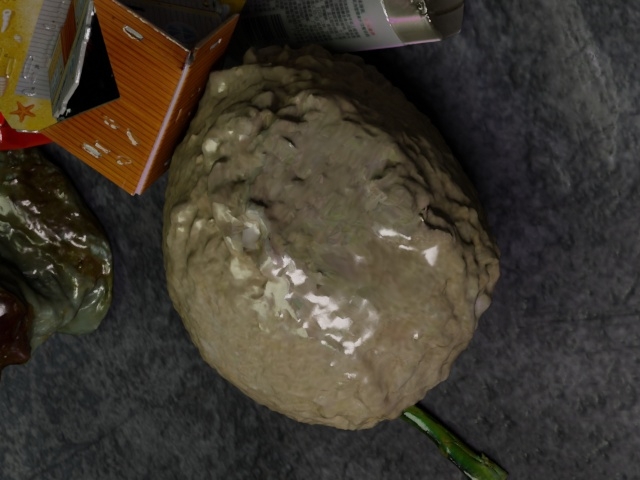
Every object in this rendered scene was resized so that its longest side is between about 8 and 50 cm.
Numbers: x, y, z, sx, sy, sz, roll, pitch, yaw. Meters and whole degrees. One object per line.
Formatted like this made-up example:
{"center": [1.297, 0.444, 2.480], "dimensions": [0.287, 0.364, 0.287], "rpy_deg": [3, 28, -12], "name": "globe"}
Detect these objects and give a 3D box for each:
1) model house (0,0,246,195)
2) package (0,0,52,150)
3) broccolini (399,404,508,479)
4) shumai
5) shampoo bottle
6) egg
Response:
{"center": [-0.163, -0.120, 1.400], "dimensions": [0.136, 0.207, 0.219], "rpy_deg": [-105, 33, -45], "name": "model house"}
{"center": [-0.215, -0.253, 1.490], "dimensions": [0.123, 0.196, 0.423], "rpy_deg": [38, 132, 25], "name": "package"}
{"center": [0.052, 0.147, 1.569], "dimensions": [0.254, 0.057, 0.071], "rpy_deg": [39, 176, 23], "name": "broccolini"}
{"center": [-0.354, 0.015, 1.758], "dimensions": [0.272, 0.204, 0.222], "rpy_deg": [26, 126, 35], "name": "shumai"}
{"center": [0.009, -0.194, 1.421], "dimensions": [0.227, 0.056, 0.086], "rpy_deg": [-1, 109, 42], "name": "shampoo bottle"}
{"center": [0.000, 0.000, 1.386], "dimensions": [0.279, 0.279, 0.310], "rpy_deg": [-45, 65, 45], "name": "egg"}
